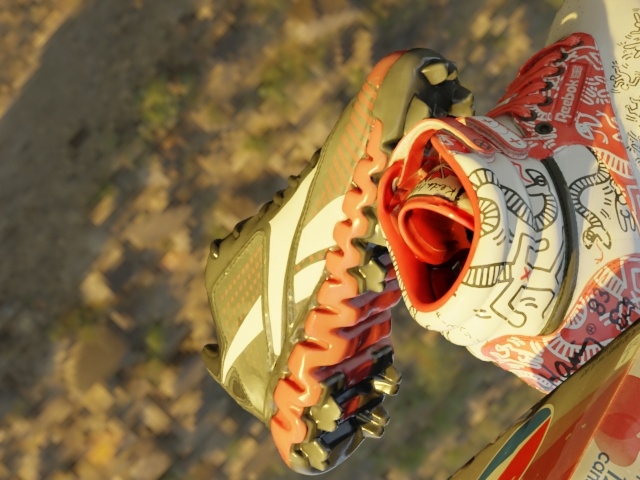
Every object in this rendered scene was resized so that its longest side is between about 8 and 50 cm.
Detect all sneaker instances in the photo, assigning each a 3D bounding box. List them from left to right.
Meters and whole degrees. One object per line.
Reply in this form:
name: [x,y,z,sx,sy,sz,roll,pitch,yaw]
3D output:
sneaker: [0.000,0.000,1.147,0.097,0.135,0.276,-20,136,-50]
sneaker: [0.108,-0.053,0.982,0.090,0.145,0.270,-38,-141,47]

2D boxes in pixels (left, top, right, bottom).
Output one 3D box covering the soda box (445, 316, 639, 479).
soda box: [0.073,0.125,0.674,0.092,0.083,0.263,-55,-178,-34]
